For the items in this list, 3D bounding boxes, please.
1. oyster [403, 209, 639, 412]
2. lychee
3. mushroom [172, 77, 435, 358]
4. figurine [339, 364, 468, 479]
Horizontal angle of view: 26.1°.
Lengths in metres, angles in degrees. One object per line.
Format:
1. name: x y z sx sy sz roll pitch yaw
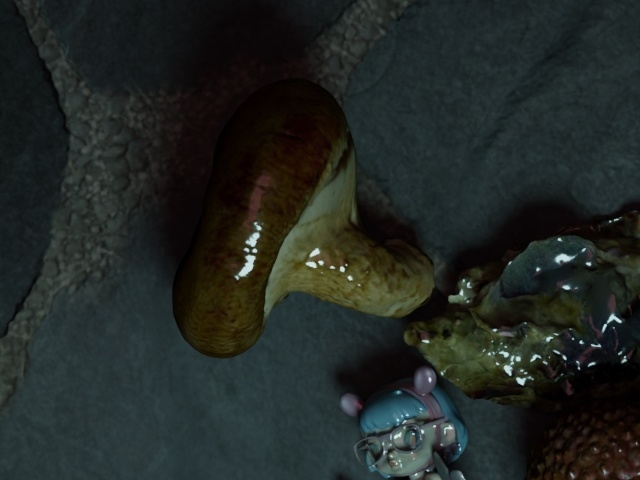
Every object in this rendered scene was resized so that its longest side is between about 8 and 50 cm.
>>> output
1. oyster: 0.267 0.059 1.355 0.361 0.096 0.221 6 75 4
2. lychee: 0.279 0.234 1.274 0.194 0.194 0.194 -1 81 6
3. mushroom: -0.028 -0.025 1.318 0.254 0.267 0.267 -9 81 4
4. figurine: 0.094 0.262 1.348 0.205 0.103 0.260 -26 80 38
